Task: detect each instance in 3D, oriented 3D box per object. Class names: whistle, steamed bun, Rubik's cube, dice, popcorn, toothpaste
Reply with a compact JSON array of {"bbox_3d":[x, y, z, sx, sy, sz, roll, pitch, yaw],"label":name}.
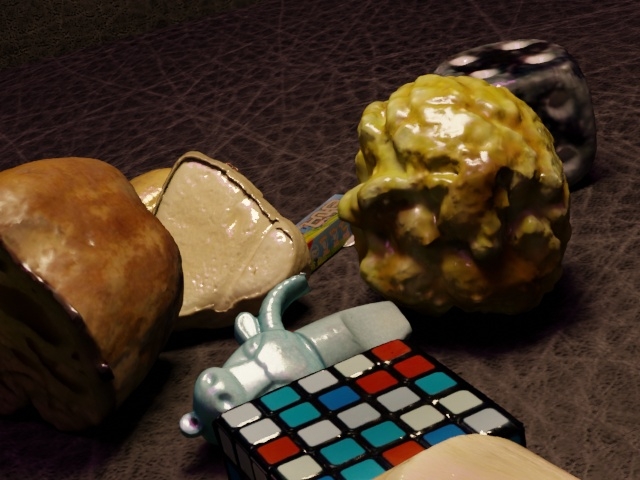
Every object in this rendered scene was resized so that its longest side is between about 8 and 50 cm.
[{"bbox_3d":[-0.025,0.136,1.334,0.274,0.093,0.186,-25,57,-25],"label":"whistle"},{"bbox_3d":[-0.113,0.027,1.570,0.212,0.231,0.110,19,-9,22],"label":"steamed bun"},{"bbox_3d":[0.047,0.211,1.020,0.187,0.184,0.182,-22,26,-20],"label":"Rubik's cube"},{"bbox_3d":[0.256,-0.162,1.745,0.183,0.181,0.182,-16,26,-10],"label":"dice"},{"bbox_3d":[0.147,-0.052,1.442,0.282,0.282,0.247,-5,15,16],"label":"popcorn"},{"bbox_3d":[0.000,0.000,1.678,0.070,0.044,0.193,5,30,35],"label":"toothpaste"}]

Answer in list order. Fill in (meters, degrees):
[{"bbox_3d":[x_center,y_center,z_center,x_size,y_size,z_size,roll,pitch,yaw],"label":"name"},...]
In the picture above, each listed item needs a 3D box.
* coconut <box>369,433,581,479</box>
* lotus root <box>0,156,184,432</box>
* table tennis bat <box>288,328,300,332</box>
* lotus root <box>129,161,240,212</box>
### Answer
[{"bbox_3d":[0.108,0.247,0.817,0.259,0.259,0.259,-10,24,5],"label":"coconut"},{"bbox_3d":[-0.290,0.065,1.441,0.316,0.316,0.250,4,26,32],"label":"lotus root"},{"bbox_3d":[-0.010,0.125,1.442,0.154,0.019,0.098,0,26,32],"label":"table tennis bat"},{"bbox_3d":[-0.231,-0.002,1.674,0.303,0.146,0.131,-34,-7,-28],"label":"lotus root"}]
